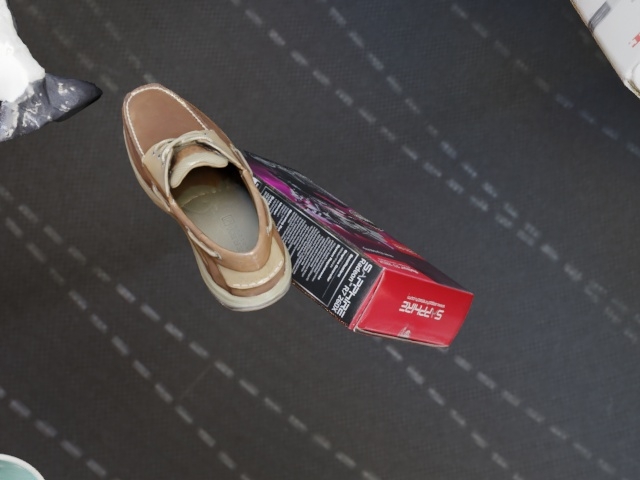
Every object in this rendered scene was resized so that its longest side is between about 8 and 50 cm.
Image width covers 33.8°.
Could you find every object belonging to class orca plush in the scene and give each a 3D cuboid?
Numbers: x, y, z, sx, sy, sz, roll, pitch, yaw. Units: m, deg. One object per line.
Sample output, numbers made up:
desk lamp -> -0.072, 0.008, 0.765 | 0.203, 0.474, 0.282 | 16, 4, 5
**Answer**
orca plush -> -0.253, -0.203, 0.721 | 0.287, 0.151, 0.102 | 48, 172, -8

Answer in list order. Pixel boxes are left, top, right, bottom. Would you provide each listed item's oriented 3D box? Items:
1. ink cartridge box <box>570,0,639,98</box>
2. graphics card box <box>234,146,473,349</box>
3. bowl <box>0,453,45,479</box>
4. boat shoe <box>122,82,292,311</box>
ink cartridge box -> 0.320, -0.214, 0.849 | 0.114, 0.273, 0.197 | 37, 115, -18
graphics card box -> 0.000, 0.000, 1.389 | 0.371, 0.094, 0.233 | 36, -169, 36
bowl -> -0.542, 0.409, 1.448 | 0.163, 0.311, 0.311 | 20, 144, 36
boat shoe -> -0.131, -0.072, 1.178 | 0.324, 0.123, 0.116 | 52, 165, 28
